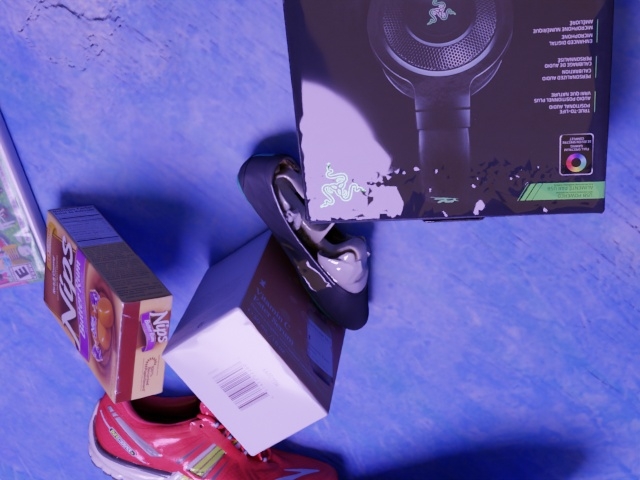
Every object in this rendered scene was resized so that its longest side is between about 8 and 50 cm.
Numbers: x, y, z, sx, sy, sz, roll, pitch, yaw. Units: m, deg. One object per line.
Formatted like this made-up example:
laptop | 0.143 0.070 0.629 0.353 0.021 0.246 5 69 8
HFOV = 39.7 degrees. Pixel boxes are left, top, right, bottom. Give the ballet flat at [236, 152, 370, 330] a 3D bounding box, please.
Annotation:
ballet flat | 0.000 0.000 0.836 0.074 0.074 0.203 -30 105 19

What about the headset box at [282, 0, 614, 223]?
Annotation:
headset box | 0.102 -0.151 0.722 0.247 0.131 0.282 -1 115 9

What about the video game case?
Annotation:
video game case | -0.388 -0.042 0.900 0.194 0.023 0.212 -10 113 12

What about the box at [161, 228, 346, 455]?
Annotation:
box | -0.054 0.089 0.833 0.091 0.170 0.130 -33 107 21

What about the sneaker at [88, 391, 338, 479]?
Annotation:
sneaker | -0.109 0.219 0.944 0.279 0.107 0.118 15 105 -3

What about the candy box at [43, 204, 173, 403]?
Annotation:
candy box | -0.207 0.055 0.840 0.053 0.187 0.109 -8 121 -34
